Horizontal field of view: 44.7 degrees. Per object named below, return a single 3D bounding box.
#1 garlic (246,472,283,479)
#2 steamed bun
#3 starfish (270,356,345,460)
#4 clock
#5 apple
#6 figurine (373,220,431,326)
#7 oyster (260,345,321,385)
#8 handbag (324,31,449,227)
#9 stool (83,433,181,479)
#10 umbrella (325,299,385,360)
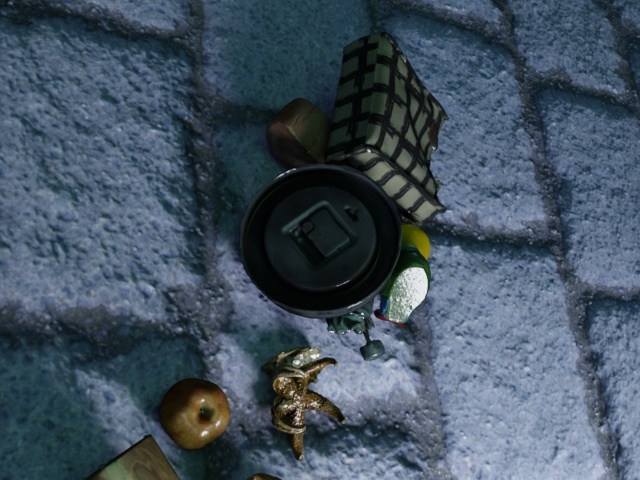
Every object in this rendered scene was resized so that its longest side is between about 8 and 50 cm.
[{"bbox_3d":[-0.025,0.542,1.288,0.151,0.196,0.338,-37,64,-18],"label":"garlic"},{"bbox_3d":[-0.035,-0.221,1.721,0.175,0.106,0.144,50,47,-18],"label":"steamed bun"},{"bbox_3d":[-0.026,0.317,1.480,0.146,0.074,0.189,4,86,-34],"label":"starfish"},{"bbox_3d":[0.000,0.000,1.561,0.325,0.067,0.324,-2,68,4],"label":"clock"},{"bbox_3d":[-0.219,0.299,1.365,0.126,0.102,0.126,13,61,-25],"label":"apple"},{"bbox_3d":[0.175,0.067,1.701,0.128,0.185,0.234,9,24,-12],"label":"figurine"},{"bbox_3d":[-0.051,0.240,1.532,0.132,0.029,0.086,27,69,-28],"label":"oyster"},{"bbox_3d":[0.163,-0.242,1.757,0.327,0.163,0.325,35,54,-40],"label":"handbag"},{"bbox_3d":[-0.270,0.461,1.213,0.179,0.179,0.264,-31,85,-36],"label":"stool"},{"bbox_3d":[0.040,0.090,1.617,0.143,0.094,0.348,-20,72,-15],"label":"umbrella"}]
